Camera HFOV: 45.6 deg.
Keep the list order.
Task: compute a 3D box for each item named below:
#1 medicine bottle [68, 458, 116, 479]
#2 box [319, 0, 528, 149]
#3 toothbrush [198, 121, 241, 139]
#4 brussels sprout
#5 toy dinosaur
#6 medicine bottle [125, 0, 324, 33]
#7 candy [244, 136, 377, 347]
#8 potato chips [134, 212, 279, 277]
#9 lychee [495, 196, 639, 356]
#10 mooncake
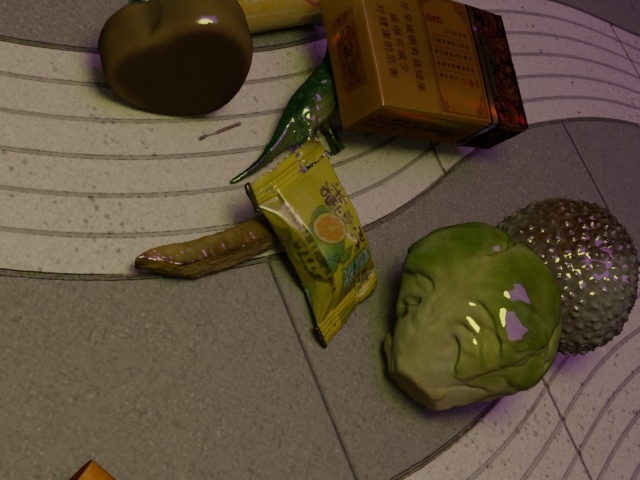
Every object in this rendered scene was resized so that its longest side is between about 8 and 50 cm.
[{"bbox_3d":[-0.214,0.361,0.870,0.222,0.149,0.112,44,48,-6],"label":"medicine bottle"},{"bbox_3d":[0.207,-0.325,1.439,0.415,0.115,0.265,-1,74,-40],"label":"box"},{"bbox_3d":[-0.171,-0.188,1.302,0.097,0.008,0.006,-30,98,-42],"label":"toothbrush"},{"bbox_3d":[0.254,0.129,1.244,0.273,0.243,0.317,13,77,8],"label":"brussels sprout"},{"bbox_3d":[-0.031,-0.291,1.365,0.447,0.087,0.301,-31,99,-35],"label":"toy dinosaur"},{"bbox_3d":[-0.145,-0.419,1.385,0.426,0.108,0.108,-24,80,-40],"label":"medicine bottle"},{"bbox_3d":[0.000,0.000,1.229,0.187,0.081,0.297,-42,117,-38],"label":"candy"},{"bbox_3d":[-0.117,-0.014,1.209,0.407,0.057,0.080,-30,80,-42],"label":"potato chips"},{"bbox_3d":[0.444,0.065,1.410,0.300,0.300,0.300,17,57,-27],"label":"lychee"},{"bbox_3d":[-0.216,-0.295,1.196,0.234,0.235,0.117,0,62,-35],"label":"mooncake"}]
